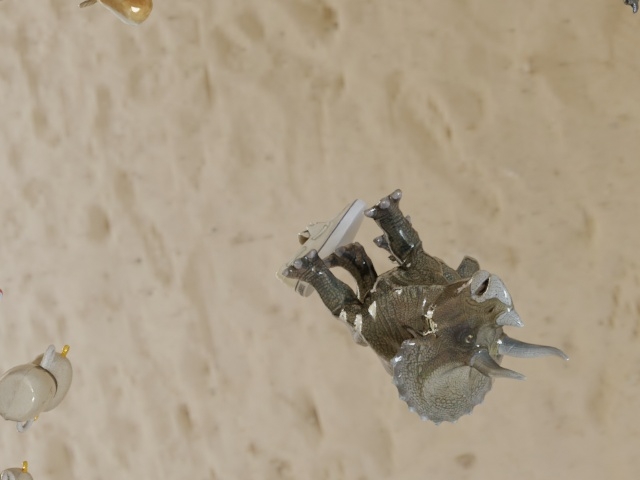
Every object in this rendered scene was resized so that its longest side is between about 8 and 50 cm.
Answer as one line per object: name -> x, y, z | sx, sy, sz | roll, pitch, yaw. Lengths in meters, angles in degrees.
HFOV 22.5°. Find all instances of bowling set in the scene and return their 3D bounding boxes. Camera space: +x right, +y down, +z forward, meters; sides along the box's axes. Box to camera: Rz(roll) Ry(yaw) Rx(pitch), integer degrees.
bowling set -> -0.317, 0.188, 1.245 | 0.154, 0.200, 0.287 | -15, -54, -86

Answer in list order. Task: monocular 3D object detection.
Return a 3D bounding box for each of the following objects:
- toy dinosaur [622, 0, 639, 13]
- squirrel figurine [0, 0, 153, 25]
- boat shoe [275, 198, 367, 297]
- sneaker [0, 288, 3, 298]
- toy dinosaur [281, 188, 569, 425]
toy dinosaur -> 0.199, -0.204, 0.946 | 0.268, 0.118, 0.064 | 45, 158, 40
squirrel figurine -> -0.306, -0.297, 1.356 | 0.397, 0.370, 0.281 | 36, -113, -82
boat shoe -> 0.000, 0.000, 1.225 | 0.035, 0.100, 0.035 | 28, 149, 14
sneaker -> -0.377, 0.060, 1.642 | 0.067, 0.118, 0.042 | 43, 128, 14
toy dinosaur -> 0.072, 0.058, 1.104 | 0.160, 0.121, 0.313 | 56, -179, 11
